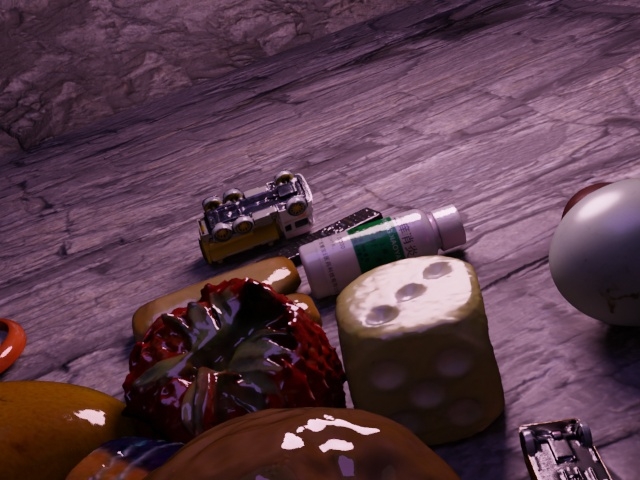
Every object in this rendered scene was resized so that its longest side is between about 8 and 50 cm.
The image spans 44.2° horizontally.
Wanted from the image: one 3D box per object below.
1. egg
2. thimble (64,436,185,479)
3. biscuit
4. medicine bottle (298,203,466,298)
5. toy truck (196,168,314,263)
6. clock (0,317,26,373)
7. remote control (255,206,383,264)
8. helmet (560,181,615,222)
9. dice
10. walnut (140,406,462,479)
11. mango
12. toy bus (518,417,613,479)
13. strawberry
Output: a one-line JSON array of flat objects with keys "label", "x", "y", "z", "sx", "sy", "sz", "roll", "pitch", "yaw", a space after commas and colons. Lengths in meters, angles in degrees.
[{"label": "egg", "x": 0.414, "y": 0.010, "z": 0.978, "sx": 0.264, "sy": 0.182, "sz": 0.183, "roll": -13, "pitch": 26, "yaw": -6}, {"label": "thimble", "x": -0.140, "y": 0.298, "z": 0.721, "sx": 0.150, "sy": 0.237, "sz": 0.237, "roll": 3, "pitch": 33, "yaw": 28}, {"label": "biscuit", "x": -0.156, "y": 0.121, "z": 1.239, "sx": 0.291, "sy": 0.062, "sz": 0.237, "roll": -18, "pitch": 26, "yaw": -5}, {"label": "medicine bottle", "x": 0.099, "y": 0.013, "z": 1.259, "sx": 0.260, "sy": 0.095, "sz": 0.095, "roll": -19, "pitch": 26, "yaw": -3}, {"label": "toy truck", "x": -0.123, "y": -0.038, "z": 1.470, "sx": 0.227, "sy": 0.114, "sz": 0.098, "roll": -20, "pitch": 48, "yaw": -5}, {"label": "clock", "x": -0.609, "y": 0.203, "z": 1.358, "sx": 0.205, "sy": 0.051, "sz": 0.205, "roll": -13, "pitch": 26, "yaw": 6}, {"label": "remote control", "x": 0.000, "y": 0.000, "z": 1.420, "sx": 0.245, "sy": 0.025, "sz": 0.063, "roll": -26, "pitch": 27, "yaw": -16}, {"label": "helmet", "x": 0.415, "y": -0.033, "z": 1.152, "sx": 0.155, "sy": 0.106, "sz": 0.175, "roll": -17, "pitch": 22, "yaw": -1}, {"label": "dice", "x": 0.118, "y": 0.129, "z": 0.937, "sx": 0.170, "sy": 0.169, "sz": 0.166, "roll": -13, "pitch": 26, "yaw": 8}, {"label": "walnut", "x": -0.014, "y": 0.297, "z": 0.496, "sx": 0.308, "sy": 0.354, "sz": 0.398, "roll": -35, "pitch": 6, "yaw": 40}, {"label": "mango", "x": -0.381, "y": 0.278, "z": 0.905, "sx": 0.378, "sy": 0.221, "sz": 0.264, "roll": -14, "pitch": 22, "yaw": -19}, {"label": "toy bus", "x": 0.241, "y": 0.242, "z": 0.753, "sx": 0.070, "sy": 0.074, "sz": 0.162, "roll": -8, "pitch": 25, "yaw": 2}, {"label": "strawberry", "x": -0.088, "y": 0.178, "z": 0.949, "sx": 0.261, "sy": 0.257, "sz": 0.261, "roll": -10, "pitch": 50, "yaw": 12}]
